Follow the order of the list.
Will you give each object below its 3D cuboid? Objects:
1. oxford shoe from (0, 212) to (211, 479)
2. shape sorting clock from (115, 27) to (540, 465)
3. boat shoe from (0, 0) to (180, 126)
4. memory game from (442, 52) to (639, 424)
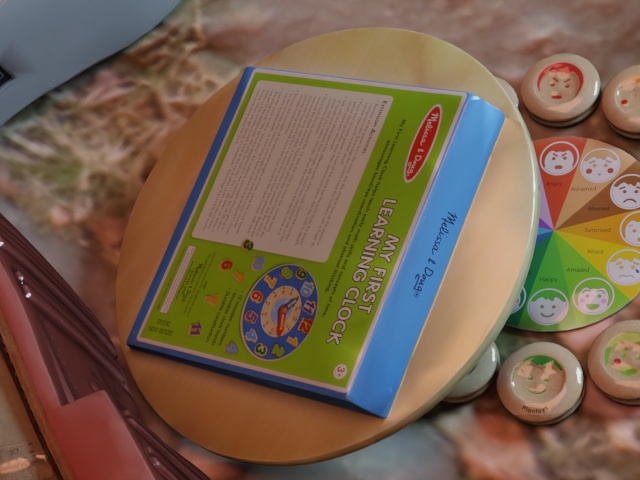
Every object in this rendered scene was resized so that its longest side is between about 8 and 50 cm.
[{"bbox_3d":[-0.144,0.076,0.756,0.130,0.123,0.348,-41,42,0],"label":"oxford shoe"},{"bbox_3d":[0.000,0.000,0.808,0.206,0.040,0.206,-17,56,27],"label":"shape sorting clock"},{"bbox_3d":[-0.168,-0.110,0.912,0.267,0.096,0.088,-41,61,1],"label":"boat shoe"},{"bbox_3d":[0.102,-0.005,0.807,0.186,0.012,0.186,-8,58,13],"label":"memory game"}]
